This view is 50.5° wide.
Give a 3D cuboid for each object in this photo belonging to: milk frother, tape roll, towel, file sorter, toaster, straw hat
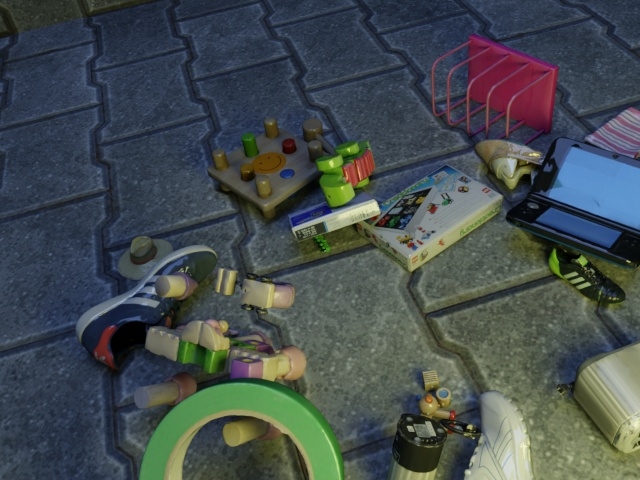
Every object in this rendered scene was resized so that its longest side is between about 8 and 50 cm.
[{"bbox_3d":[0.189,0.368,1.145,0.143,0.134,0.129,12,21,6],"label":"milk frother"},{"bbox_3d":[-0.124,0.384,1.083,0.321,0.077,0.321,0,86,6],"label":"tape roll"},{"bbox_3d":[0.817,-0.284,1.794,0.197,0.029,0.144,-32,47,-22],"label":"towel"},{"bbox_3d":[0.462,-0.395,1.850,0.182,0.202,0.291,-34,48,-22],"label":"file sorter"},{"bbox_3d":[0.552,0.269,1.186,0.227,0.129,0.146,-17,46,-10],"label":"toaster"},{"bbox_3d":[-0.439,0.024,1.669,0.144,0.061,0.144,-5,43,4],"label":"straw hat"}]

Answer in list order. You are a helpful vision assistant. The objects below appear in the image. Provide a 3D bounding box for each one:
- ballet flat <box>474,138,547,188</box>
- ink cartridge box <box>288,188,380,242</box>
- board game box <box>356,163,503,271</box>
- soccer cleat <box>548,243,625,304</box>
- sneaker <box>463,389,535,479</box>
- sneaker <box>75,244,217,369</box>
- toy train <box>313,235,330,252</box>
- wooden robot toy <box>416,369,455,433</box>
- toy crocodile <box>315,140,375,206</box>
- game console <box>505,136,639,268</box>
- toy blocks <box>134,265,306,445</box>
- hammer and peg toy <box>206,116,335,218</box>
[{"bbox_3d":[0.520,-0.172,1.681,0.316,0.107,0.106,17,63,26],"label":"ballet flat"},{"bbox_3d":[0.027,-0.064,1.646,0.206,0.045,0.208,-20,13,-1],"label":"ink cartridge box"},{"bbox_3d":[0.264,-0.063,1.640,0.305,0.053,0.193,-31,46,-21],"label":"board game box"},{"bbox_3d":[0.560,0.072,1.431,0.060,0.072,0.179,-34,48,-24],"label":"soccer cleat"},{"bbox_3d":[0.295,0.381,1.133,0.129,0.111,0.297,-10,42,8],"label":"sneaker"},{"bbox_3d":[-0.347,0.151,1.484,0.350,0.131,0.148,-38,57,-20],"label":"sneaker"},{"bbox_3d":[0.000,0.000,1.649,0.024,0.017,0.083,-14,42,-19],"label":"toy train"},{"bbox_3d":[0.209,0.304,1.244,0.076,0.079,0.173,3,45,13],"label":"wooden robot toy"},{"bbox_3d":[0.075,-0.176,1.697,0.105,0.115,0.340,-7,18,25],"label":"toy crocodile"},{"bbox_3d":[0.601,-0.093,1.501,0.293,0.173,0.250,24,28,26],"label":"game console"},{"bbox_3d":[-0.152,0.196,1.305,0.288,0.309,0.260,12,4,31],"label":"toy blocks"},{"bbox_3d":[-0.091,-0.225,1.821,0.361,0.127,0.266,-36,49,-25],"label":"hammer and peg toy"}]
